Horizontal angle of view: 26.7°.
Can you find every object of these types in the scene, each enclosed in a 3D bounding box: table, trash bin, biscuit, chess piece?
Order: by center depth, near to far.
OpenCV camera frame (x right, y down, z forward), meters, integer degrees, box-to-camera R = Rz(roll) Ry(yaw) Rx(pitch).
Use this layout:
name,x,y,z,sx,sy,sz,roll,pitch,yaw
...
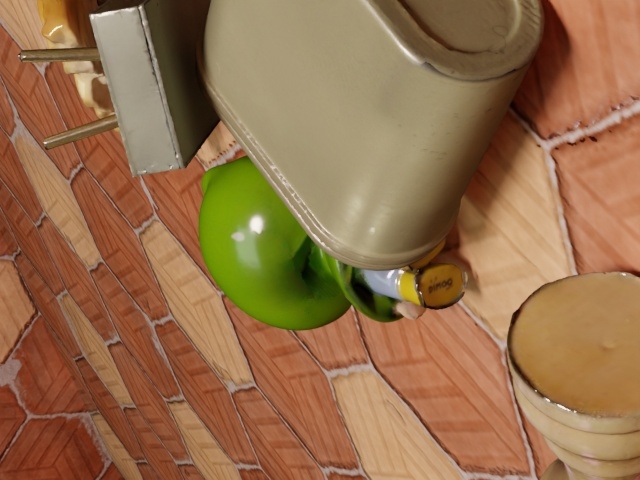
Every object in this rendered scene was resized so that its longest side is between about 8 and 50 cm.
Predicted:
name,x,y,z,sx,sy,sz,roll,pitch,yaw
trash bin,0.022,-0.130,0.884,0.243,0.121,0.247,53,156,16
chess piece,0.198,0.193,0.942,0.117,0.117,0.397,42,156,39
table,-0.140,-0.142,1.044,0.240,0.111,0.121,-67,-33,-67
biscuit,-0.196,-0.199,1.235,0.309,0.040,0.204,55,-156,-68

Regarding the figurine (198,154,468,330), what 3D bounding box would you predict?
name,x,y,z,sx,sy,sz,roll,pitch,yaw
figurine,0.000,0.000,1.102,0.263,0.143,0.162,13,138,49
